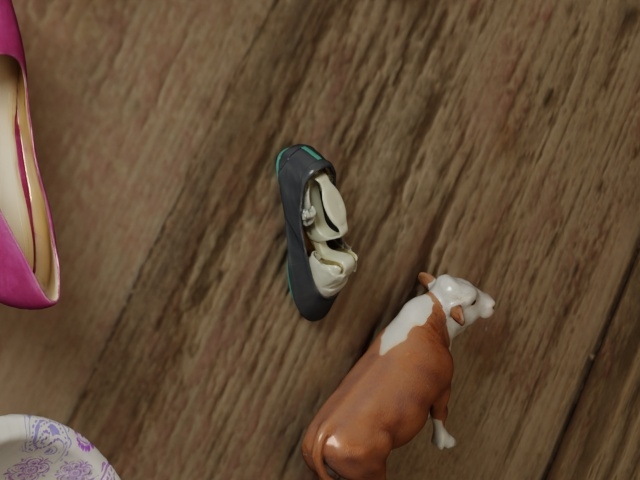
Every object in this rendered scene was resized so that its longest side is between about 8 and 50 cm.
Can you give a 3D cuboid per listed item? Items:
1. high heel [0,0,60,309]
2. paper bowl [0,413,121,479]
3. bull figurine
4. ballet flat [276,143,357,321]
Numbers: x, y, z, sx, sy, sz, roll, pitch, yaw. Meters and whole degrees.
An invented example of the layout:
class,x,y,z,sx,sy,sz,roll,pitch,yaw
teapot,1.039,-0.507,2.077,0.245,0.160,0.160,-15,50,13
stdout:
class,x,y,z,sx,sy,sz,roll,pitch,yaw
high heel,-0.227,-0.072,1.073,0.082,0.117,0.244,-3,104,-49
paper bowl,-0.275,0.285,1.163,0.284,0.148,0.284,23,62,-53
bull figurine,0.088,0.176,1.627,0.310,0.101,0.188,-42,132,-34
ballet flat,0.000,0.000,1.493,0.074,0.074,0.203,-32,125,-39
